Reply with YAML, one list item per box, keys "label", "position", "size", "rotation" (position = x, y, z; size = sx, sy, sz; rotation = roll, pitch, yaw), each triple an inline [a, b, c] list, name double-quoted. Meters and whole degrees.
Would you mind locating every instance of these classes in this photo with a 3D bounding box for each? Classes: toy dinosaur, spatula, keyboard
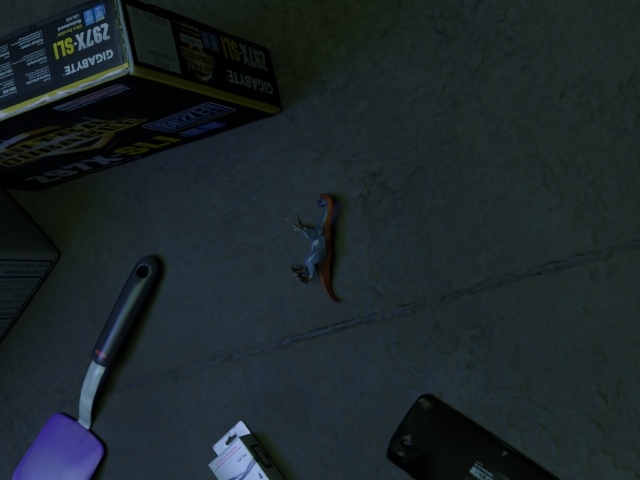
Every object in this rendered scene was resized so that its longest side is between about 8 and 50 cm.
- label: "toy dinosaur"
  position: [0.000, 0.000, 1.089]
  size: [0.090, 0.047, 0.082]
  rotation: [34, 96, -11]
- label: "spatula"
  position: [-0.237, 0.149, 1.194]
  size: [0.084, 0.030, 0.296]
  rotation: [30, 101, 22]
- label: "keyboard"
  position: [0.144, 0.228, 1.014]
  size: [0.192, 0.038, 0.100]
  rotation: [33, 80, 24]

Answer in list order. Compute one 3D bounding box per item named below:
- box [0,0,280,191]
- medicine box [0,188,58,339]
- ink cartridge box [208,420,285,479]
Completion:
- label: "box"
  position: [-0.238, -0.127, 1.076]
  size: [0.322, 0.257, 0.079]
  rotation: [-15, 84, 24]
- label: "medicine box"
  position: [-0.471, 0.072, 1.180]
  size: [0.149, 0.263, 0.289]
  rotation: [44, 107, 21]
- label: "ink cartridge box"
  position: [-0.076, 0.225, 1.115]
  size: [0.048, 0.028, 0.083]
  rotation: [-45, 71, 18]
